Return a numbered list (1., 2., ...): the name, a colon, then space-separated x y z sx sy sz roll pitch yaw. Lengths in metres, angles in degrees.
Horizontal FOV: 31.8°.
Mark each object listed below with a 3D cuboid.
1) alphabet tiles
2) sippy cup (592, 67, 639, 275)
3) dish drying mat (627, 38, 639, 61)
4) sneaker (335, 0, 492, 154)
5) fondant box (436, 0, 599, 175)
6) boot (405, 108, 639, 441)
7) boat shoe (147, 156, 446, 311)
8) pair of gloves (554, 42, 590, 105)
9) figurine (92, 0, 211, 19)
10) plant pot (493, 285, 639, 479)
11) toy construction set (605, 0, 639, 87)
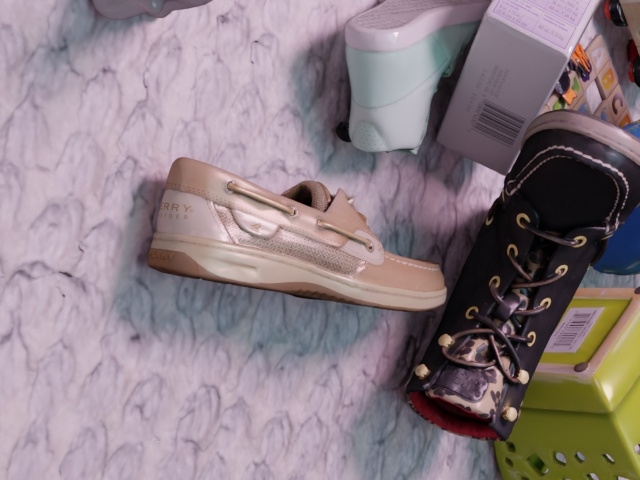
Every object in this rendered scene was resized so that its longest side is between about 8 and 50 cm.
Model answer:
1. alphabet tiles: 0.365 -0.120 1.493 0.198 0.009 0.237 -50 125 -31
2. sippy cup: 0.426 -0.058 1.412 0.224 0.240 0.306 -15 79 -33
3. dish drying mat: 0.452 -0.264 1.573 0.083 0.008 0.032 -6 96 -46
4. sneaker: 0.098 -0.175 1.171 0.256 0.094 0.151 -33 133 -50
5. fondant box: 0.254 -0.266 1.217 0.330 0.096 0.238 -60 173 -25
6. boot: 0.203 0.048 1.150 0.138 0.377 0.284 27 74 2
7. boat shoe: 0.000 0.000 1.048 0.341 0.121 0.110 12 85 -44
8. pair of gloves: 0.311 -0.221 1.423 0.074 0.010 0.083 49 60 -23
9. figurine: -0.075 -0.275 0.888 0.092 0.209 0.215 23 77 -44
10. plant pot: 0.330 0.182 1.332 0.228 0.227 0.207 -45 116 -34
11. toy construction set: 0.483 -0.328 1.505 0.328 0.151 0.215 49 57 -19
